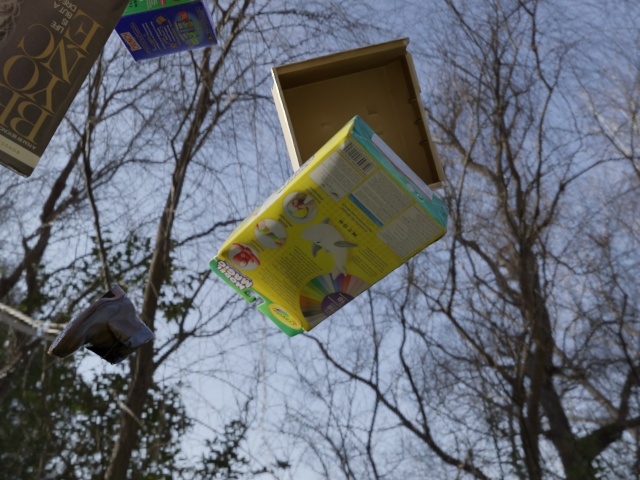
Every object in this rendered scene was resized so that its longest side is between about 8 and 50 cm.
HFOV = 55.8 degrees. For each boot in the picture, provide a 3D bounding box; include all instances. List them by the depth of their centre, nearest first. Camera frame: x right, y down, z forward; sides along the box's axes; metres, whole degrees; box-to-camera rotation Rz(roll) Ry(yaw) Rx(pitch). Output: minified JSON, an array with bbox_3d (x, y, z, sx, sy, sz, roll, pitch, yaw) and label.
[{"bbox_3d":[-0.324,0.146,0.926,0.082,0.219,0.106,-41,-82,13],"label":"boot"}]

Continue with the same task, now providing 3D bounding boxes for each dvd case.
[{"bbox_3d":[-0.289,-0.193,0.548,0.018,0.221,0.164,2,-26,48],"label":"dvd case"}]

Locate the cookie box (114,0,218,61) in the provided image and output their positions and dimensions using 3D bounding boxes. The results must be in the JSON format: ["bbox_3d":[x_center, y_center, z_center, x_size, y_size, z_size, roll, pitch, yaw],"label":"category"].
[{"bbox_3d":[-0.185,-0.261,0.713,0.107,0.040,0.092,-12,-14,-1],"label":"cookie box"}]

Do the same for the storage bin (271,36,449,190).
[{"bbox_3d":[0.070,-0.184,1.052,0.260,0.262,0.123,-16,1,-9],"label":"storage bin"}]

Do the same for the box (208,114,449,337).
[{"bbox_3d":[0.000,0.000,0.478,0.105,0.043,0.179,44,-60,-13],"label":"box"}]
